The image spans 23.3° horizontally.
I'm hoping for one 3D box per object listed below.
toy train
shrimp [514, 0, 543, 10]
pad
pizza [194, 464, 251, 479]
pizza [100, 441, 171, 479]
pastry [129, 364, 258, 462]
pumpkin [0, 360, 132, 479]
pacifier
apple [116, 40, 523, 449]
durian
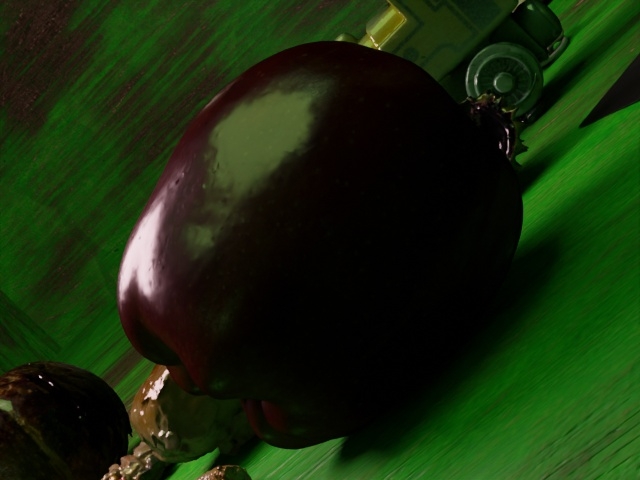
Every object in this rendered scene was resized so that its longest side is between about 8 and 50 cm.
[{"bbox_3d":[0.084,-0.161,1.717,0.369,0.237,0.150,-44,10,14],"label":"toy train"},{"bbox_3d":[0.243,-0.319,2.334,0.317,0.062,0.164,-31,19,52],"label":"shrimp"},{"bbox_3d":[0.320,-0.182,1.448,0.193,0.004,0.116,-49,8,-19],"label":"pad"},{"bbox_3d":[-0.131,0.262,1.403,0.131,0.041,0.178,-53,11,-35],"label":"pizza"},{"bbox_3d":[-0.244,0.302,1.756,0.185,0.052,0.195,-44,8,32],"label":"pizza"},{"bbox_3d":[-0.087,0.125,1.598,0.257,0.121,0.236,-47,4,3],"label":"pastry"},{"bbox_3d":[-0.379,0.288,1.936,0.320,0.192,0.320,-47,-2,-2],"label":"pumpkin"},{"bbox_3d":[0.250,-0.243,1.859,0.081,0.078,0.099,-6,34,43],"label":"pacifier"},{"bbox_3d":[0.000,0.000,1.237,0.317,0.288,0.288,-55,9,-8],"label":"apple"},{"bbox_3d":[0.139,-0.055,1.511,0.186,0.119,0.108,-30,-25,22],"label":"durian"}]
